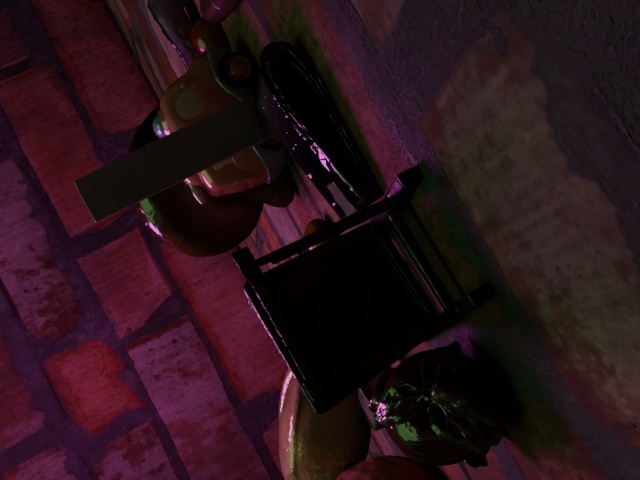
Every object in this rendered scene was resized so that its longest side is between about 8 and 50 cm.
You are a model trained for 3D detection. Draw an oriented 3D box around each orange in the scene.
[{"bbox_3d":[0.000,0.000,1.470,0.086,0.062,0.086,56,166,22],"label":"orange"}]

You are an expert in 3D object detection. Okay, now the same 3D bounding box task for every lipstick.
[{"bbox_3d":[-0.135,-0.381,1.164,0.057,0.057,0.357,64,170,-12],"label":"lipstick"},{"bbox_3d":[-0.217,-0.146,1.278,0.079,0.371,0.076,63,169,-9],"label":"lipstick"},{"bbox_3d":[0.129,0.353,1.705,0.077,0.079,0.253,57,170,27],"label":"lipstick"}]

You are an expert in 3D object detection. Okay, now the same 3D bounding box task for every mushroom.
[{"bbox_3d":[-0.249,-0.136,1.604,0.239,0.345,0.345,-43,70,38],"label":"mushroom"}]

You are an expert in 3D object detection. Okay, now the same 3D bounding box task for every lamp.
[{"bbox_3d":[0.146,0.231,1.043,0.215,0.151,0.223,26,142,29],"label":"lamp"}]

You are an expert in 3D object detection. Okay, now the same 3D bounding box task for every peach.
[{"bbox_3d":[-0.224,-0.396,1.542,0.098,0.061,0.098,52,160,27],"label":"peach"}]

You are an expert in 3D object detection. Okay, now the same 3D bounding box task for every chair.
[{"bbox_3d":[0.035,0.093,1.046,0.203,0.241,0.416,58,168,11],"label":"chair"}]

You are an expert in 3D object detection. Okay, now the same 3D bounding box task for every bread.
[{"bbox_3d":[0.015,0.447,1.912,0.320,0.237,0.320,180,90,-87],"label":"bread"}]

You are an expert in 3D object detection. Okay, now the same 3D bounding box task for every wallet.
[{"bbox_3d":[-0.015,-0.150,1.158,0.262,0.071,0.221,55,169,0],"label":"wallet"}]

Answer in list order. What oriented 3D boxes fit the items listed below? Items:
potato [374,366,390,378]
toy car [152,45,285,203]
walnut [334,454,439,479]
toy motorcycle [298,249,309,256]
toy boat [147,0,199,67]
[{"bbox_3d":[0.064,0.186,1.466,0.176,0.137,0.137,59,169,6],"label":"potato"},{"bbox_3d":[-0.191,-0.209,1.440,0.270,0.212,0.180,62,170,2],"label":"toy car"},{"bbox_3d":[0.159,0.662,1.700,0.383,0.384,0.383,59,169,18],"label":"walnut"},{"bbox_3d":[0.006,0.066,1.601,0.205,0.076,0.114,54,160,34],"label":"toy motorcycle"},{"bbox_3d":[-0.295,-0.462,1.726,0.227,0.085,0.155,56,-176,-39],"label":"toy boat"}]
